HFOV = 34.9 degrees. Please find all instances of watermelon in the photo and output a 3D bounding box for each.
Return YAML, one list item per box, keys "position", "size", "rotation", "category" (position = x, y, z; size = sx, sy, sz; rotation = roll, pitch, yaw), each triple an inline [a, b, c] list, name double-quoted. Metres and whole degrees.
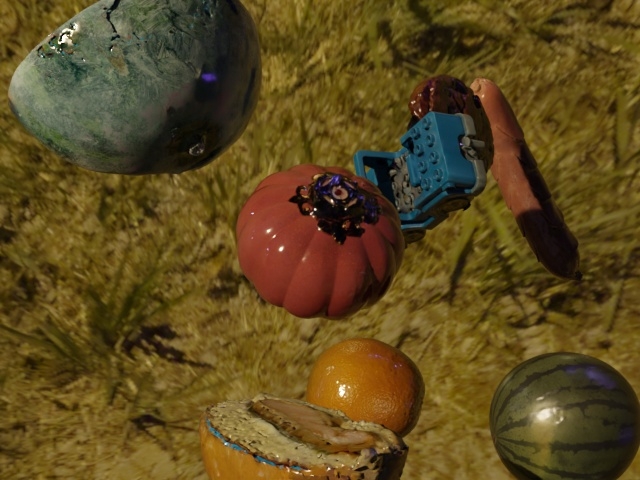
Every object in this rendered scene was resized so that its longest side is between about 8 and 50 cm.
- position: [-0.190, -0.185, 1.216]
  size: [0.321, 0.188, 0.175]
  rotation: [-25, 77, -22]
  category: "watermelon"
- position: [0.191, 0.133, 0.743]
  size: [0.133, 0.105, 0.105]
  rotation: [-2, 80, -1]
  category: "watermelon"

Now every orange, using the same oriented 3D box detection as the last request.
- position: [0.078, 0.262, 1.743]
  size: [0.206, 0.206, 0.206]
  rotation: [1, 79, -3]
  category: "orange"

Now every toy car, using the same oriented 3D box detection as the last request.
- position: [0.095, -0.066, 1.122]
  size: [0.100, 0.191, 0.097]
  rotation: [5, 62, -30]
  category: "toy car"

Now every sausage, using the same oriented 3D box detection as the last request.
- position: [0.369, -0.098, 1.843]
  size: [0.087, 0.088, 0.433]
  rotation: [-32, 107, -9]
  category: "sausage"

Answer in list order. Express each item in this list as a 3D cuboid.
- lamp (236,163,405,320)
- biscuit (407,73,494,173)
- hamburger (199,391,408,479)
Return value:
- position: [0.000, 0.000, 0.640]
  size: [0.107, 0.092, 0.108]
  rotation: [9, 47, -10]
  category: "lamp"
- position: [0.205, -0.167, 1.573]
  size: [0.192, 0.049, 0.192]
  rotation: [13, 70, -39]
  category: "biscuit"
- position: [-0.021, 0.159, 0.636]
  size: [0.087, 0.176, 0.102]
  rotation: [2, 92, -38]
  category: "hamburger"
